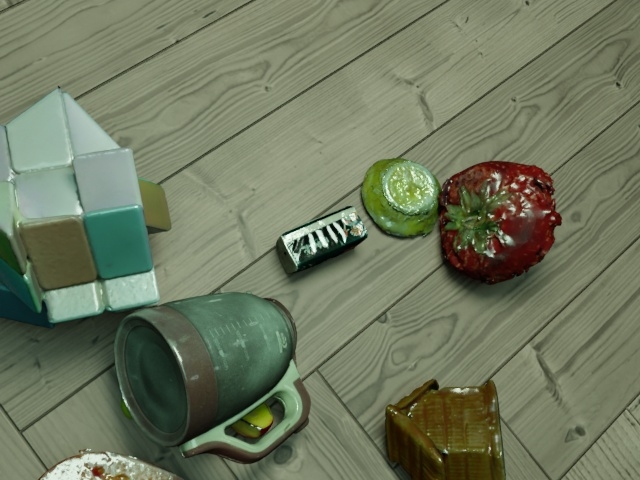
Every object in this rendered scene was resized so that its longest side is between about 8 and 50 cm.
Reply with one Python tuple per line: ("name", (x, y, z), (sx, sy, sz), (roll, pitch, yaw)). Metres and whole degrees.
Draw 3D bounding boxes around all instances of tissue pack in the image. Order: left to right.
("tissue pack", (-0.001, 0.000, 1.371), (0.170, 0.103, 0.090), (-22, 84, -18))

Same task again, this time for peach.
("peach", (-0.137, 0.341, 1.265), (0.083, 0.050, 0.077), (-1, 46, -26))

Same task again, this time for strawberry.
("strawberry", (0.392, -0.045, 1.427), (0.220, 0.274, 0.274), (12, 67, -49))

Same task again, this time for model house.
("model house", (0.243, 0.403, 1.289), (0.229, 0.199, 0.219), (0, 31, 11))

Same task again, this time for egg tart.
("egg tart", (0.183, -0.102, 1.459), (0.197, 0.078, 0.197), (3, 73, -10))

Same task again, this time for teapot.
("teapot", (-0.160, 0.239, 1.193), (0.312, 0.233, 0.314), (-15, 78, -42))

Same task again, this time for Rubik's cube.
("Rubik's cube", (-0.442, -0.040, 1.133), (0.359, 0.387, 0.367), (-12, 79, -13))

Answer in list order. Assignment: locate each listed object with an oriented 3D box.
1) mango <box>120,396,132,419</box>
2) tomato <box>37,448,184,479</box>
("mango", (-0.327, 0.281, 1.237), (0.073, 0.056, 0.108), (20, 66, -14))
("tomato", (-0.360, 0.525, 1.096), (0.339, 0.143, 0.338), (13, 56, -21))
